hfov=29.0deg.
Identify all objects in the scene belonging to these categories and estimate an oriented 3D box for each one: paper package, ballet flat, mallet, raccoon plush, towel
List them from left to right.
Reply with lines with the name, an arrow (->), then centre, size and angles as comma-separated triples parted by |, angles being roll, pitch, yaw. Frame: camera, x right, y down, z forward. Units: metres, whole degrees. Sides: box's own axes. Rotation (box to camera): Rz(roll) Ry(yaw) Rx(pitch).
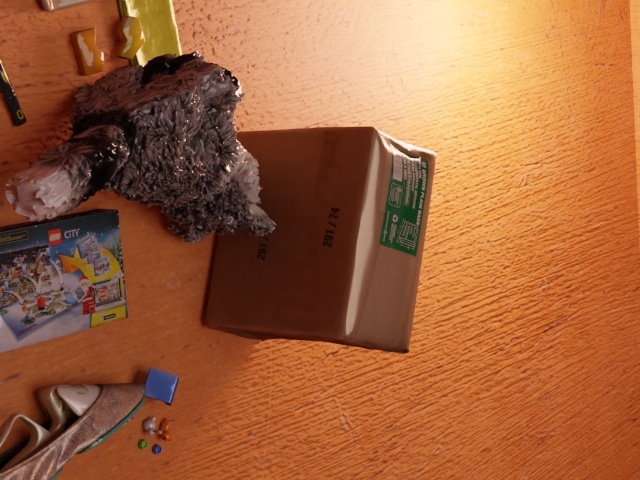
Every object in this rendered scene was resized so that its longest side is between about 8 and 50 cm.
mallet -> -0.431, -0.232, 1.605 | 0.062, 0.039, 0.189 | -36, 123, -44
ballet flat -> -0.365, 0.261, 1.673 | 0.316, 0.108, 0.106 | -43, 110, -40
raccoon plush -> -0.249, -0.058, 1.711 | 0.446, 0.216, 0.299 | -40, 127, -38
towel -> -0.252, -0.345, 1.813 | 0.102, 0.021, 0.237 | -25, 112, -45
paper package -> 0.000, 0.000, 1.914 | 0.168, 0.310, 0.324 | 17, 79, -49

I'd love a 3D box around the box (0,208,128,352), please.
box -> -0.370, 0.051, 1.688 | 0.233, 0.044, 0.159 | -14, 103, -48

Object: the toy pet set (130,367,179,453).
toy pet set -> -0.244, 0.254, 1.836 | 0.122, 0.065, 0.114 | 32, 69, -46

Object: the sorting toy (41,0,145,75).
sorting toy -> -0.297, -0.396, 1.716 | 0.229, 0.041, 0.307 | -23, 111, -35
